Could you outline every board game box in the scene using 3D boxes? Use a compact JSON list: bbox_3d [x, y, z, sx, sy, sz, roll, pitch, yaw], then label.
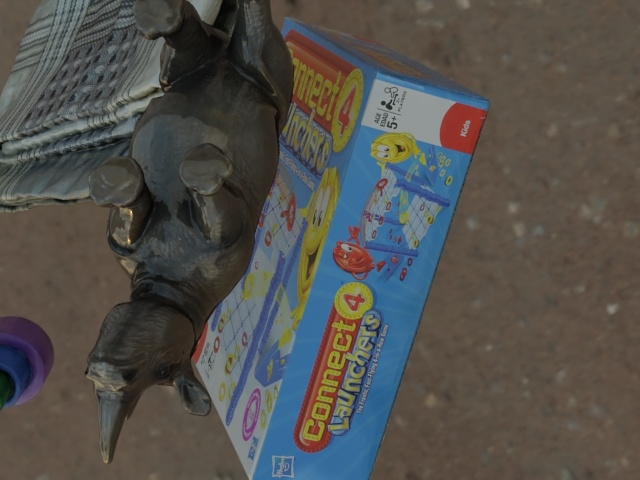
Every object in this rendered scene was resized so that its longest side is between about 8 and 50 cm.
[{"bbox_3d":[0.000,0.000,1.230,0.308,0.086,0.302,-133,58,-71],"label":"board game box"}]

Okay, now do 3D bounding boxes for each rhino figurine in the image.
[{"bbox_3d":[-0.064,-0.011,0.750,0.073,0.243,0.106,8,158,11],"label":"rhino figurine"}]

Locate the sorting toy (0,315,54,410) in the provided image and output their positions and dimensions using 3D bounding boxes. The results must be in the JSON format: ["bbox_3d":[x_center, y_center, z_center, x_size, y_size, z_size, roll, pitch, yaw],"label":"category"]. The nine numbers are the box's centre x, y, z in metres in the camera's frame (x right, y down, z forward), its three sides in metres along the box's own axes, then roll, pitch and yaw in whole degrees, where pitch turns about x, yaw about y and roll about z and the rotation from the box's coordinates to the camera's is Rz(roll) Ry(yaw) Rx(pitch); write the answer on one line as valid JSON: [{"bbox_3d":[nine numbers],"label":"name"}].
[{"bbox_3d":[-0.351,0.005,1.210,0.127,0.126,0.365,-38,104,17],"label":"sorting toy"}]

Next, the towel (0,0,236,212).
[{"bbox_3d":[-0.130,-0.169,1.087,0.312,0.056,0.324,-4,63,54],"label":"towel"}]
